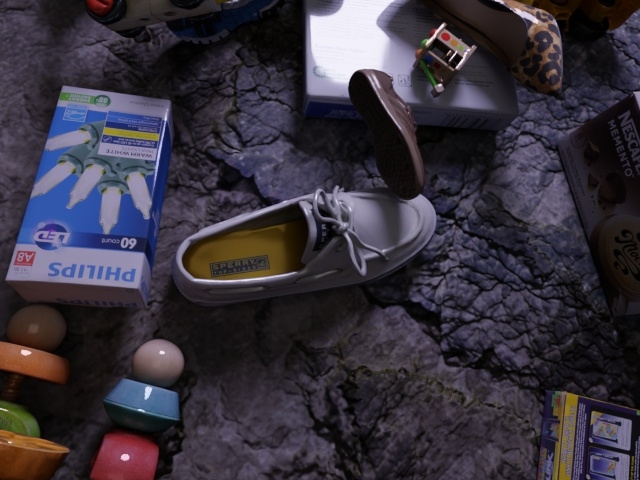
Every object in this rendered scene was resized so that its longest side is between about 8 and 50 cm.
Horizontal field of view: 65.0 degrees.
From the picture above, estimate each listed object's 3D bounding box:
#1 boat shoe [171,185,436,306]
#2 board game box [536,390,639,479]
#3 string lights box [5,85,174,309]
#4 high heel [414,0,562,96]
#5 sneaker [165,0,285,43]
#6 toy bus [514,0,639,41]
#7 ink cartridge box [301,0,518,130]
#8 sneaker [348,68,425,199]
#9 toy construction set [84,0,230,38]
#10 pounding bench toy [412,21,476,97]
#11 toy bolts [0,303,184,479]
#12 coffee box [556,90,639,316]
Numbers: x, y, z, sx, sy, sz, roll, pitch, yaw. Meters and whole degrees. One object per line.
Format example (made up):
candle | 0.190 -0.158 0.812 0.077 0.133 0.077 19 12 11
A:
boat shoe | -0.004 -0.008 0.629 0.367 0.156 0.135 -10 79 -13
board game box | 0.375 0.307 0.688 0.141 0.048 0.170 15 74 -5
string lights box | -0.261 -0.054 0.604 0.134 0.076 0.259 5 63 -11
high heel | 0.215 -0.294 0.700 0.186 0.093 0.261 -7 63 -17
sneaker | -0.145 -0.357 0.740 0.191 0.071 0.083 -29 71 -19
toy bus | 0.413 -0.458 0.844 0.220 0.149 0.211 -7 62 -15
ink cartridge box | 0.132 -0.341 0.784 0.324 0.071 0.330 2 74 -10
sneaker | 0.104 -0.146 0.662 0.071 0.066 0.188 -15 80 -35
toy construction set | -0.206 -0.377 0.624 0.328 0.151 0.214 -6 95 22
pounding bench toy | 0.162 -0.249 0.704 0.065 0.052 0.083 37 72 0
toy bolts | -0.250 0.158 0.530 0.229 0.218 0.158 25 66 -24
coffee box | 0.487 -0.051 0.735 0.119 0.168 0.297 -10 79 -14
